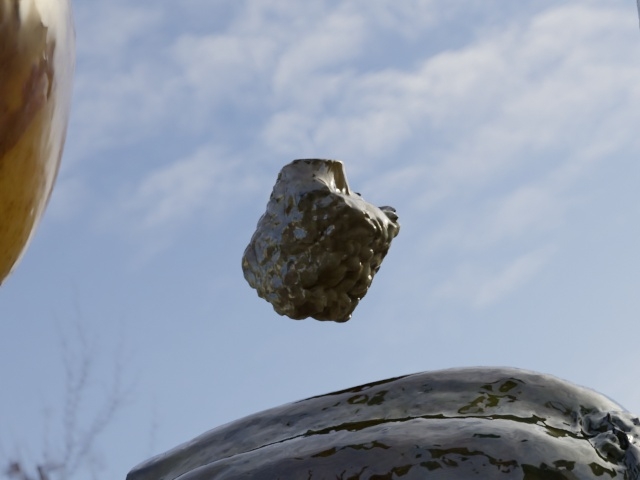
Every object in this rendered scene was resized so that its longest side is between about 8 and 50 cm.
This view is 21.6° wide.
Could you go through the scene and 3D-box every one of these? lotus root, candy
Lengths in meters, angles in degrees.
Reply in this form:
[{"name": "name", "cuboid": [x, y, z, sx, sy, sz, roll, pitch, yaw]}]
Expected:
[{"name": "lotus root", "cuboid": [0.052, 0.199, 0.965, 0.346, 0.250, 0.250, -19, -23, 19]}, {"name": "candy", "cuboid": [0.000, 0.000, 1.191, 0.110, 0.095, 0.085, -57, -25, 13]}]

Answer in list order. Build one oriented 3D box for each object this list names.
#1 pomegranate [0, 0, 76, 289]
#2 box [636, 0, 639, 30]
[{"name": "pomegranate", "cuboid": [-0.212, -0.060, 0.570, 0.264, 0.264, 0.264, -19, -26, -9]}, {"name": "box", "cuboid": [0.280, -0.201, 0.581, 0.111, 0.396, 0.396, 40, -61, -19]}]
